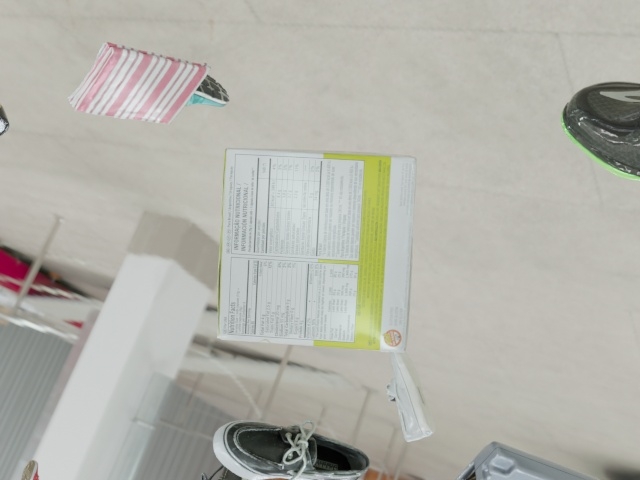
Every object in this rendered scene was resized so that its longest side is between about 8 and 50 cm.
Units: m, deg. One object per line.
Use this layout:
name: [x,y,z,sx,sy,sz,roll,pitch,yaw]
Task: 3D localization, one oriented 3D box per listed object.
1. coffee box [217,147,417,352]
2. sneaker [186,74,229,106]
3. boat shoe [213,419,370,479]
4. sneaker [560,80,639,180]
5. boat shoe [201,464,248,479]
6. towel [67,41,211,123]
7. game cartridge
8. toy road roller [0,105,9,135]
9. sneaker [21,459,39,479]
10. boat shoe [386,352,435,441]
coffee box: [0.000,0.000,1.584,0.334,0.338,0.337,3,-174,4]
sneaker: [-0.384,-0.404,2.296,0.275,0.107,0.110,5,135,-26]
boat shoe: [-0.046,0.391,1.549,0.306,0.113,0.105,27,134,-25]
sneaker: [0.585,-0.179,1.219,0.482,0.185,0.202,16,150,36]
boat shoe: [-0.231,0.636,2.001,0.156,0.187,0.500,2,-158,0]
towel: [-0.288,-0.251,1.357,0.197,0.029,0.144,2,146,-45]
game cartridge: [0.255,0.410,1.197,0.198,0.062,0.297,20,125,-16]
toy road roller: [-0.832,-0.343,1.828,0.240,0.202,0.329,-20,162,-22]
sneaker: [-0.638,0.552,1.901,0.067,0.118,0.042,14,-175,-38]
boat shoe: [0.151,0.276,1.530,0.063,0.184,0.066,-28,152,16]
